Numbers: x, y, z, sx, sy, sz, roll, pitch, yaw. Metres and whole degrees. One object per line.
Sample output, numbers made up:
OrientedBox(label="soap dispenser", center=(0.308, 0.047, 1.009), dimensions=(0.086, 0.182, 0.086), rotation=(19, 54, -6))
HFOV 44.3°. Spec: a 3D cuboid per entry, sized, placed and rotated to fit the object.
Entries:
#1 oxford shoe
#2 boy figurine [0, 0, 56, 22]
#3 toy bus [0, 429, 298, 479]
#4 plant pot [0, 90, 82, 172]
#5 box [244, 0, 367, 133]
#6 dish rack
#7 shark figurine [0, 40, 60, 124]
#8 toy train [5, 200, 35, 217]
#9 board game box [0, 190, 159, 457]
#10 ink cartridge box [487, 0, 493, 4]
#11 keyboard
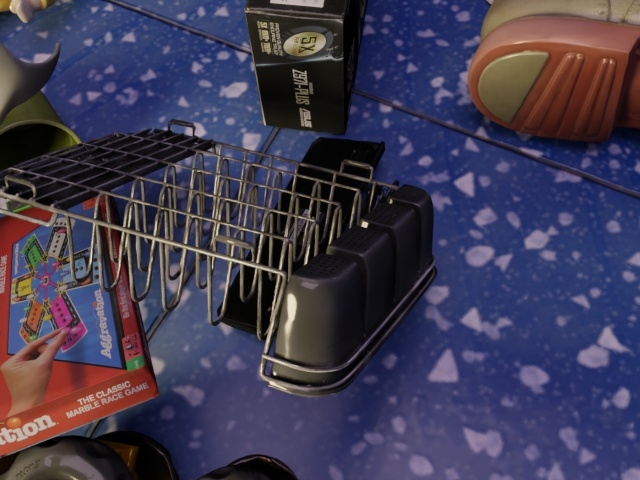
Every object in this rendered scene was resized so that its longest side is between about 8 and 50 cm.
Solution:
OrientedBox(label="oxford shoe", center=(0.329, -0.156, 0.646), dimensions=(0.396, 0.140, 0.147), rotation=(12, 57, 6))
OrientedBox(label="boy figurine", center=(-0.307, -0.275, 0.757), dimensions=(0.285, 0.092, 0.177), rotation=(-37, 64, -12))
OrientedBox(label="toy bus", center=(-0.105, 0.228, 0.469), dimensions=(0.220, 0.149, 0.212), rotation=(8, 77, 4))
OrientedBox(label="plant pot", center=(-0.251, -0.092, 0.671), dimensions=(0.083, 0.083, 0.079), rotation=(-23, 53, -9))
OrientedBox(label="box", center=(-0.004, -0.209, 0.677), dimensions=(0.077, 0.147, 0.180), rotation=(7, 62, 6))
OrientedBox(label="dish rack", center=(-0.069, -0.012, 0.526), dimensions=(0.271, 0.074, 0.208), rotation=(16, 24, 20))
OrientedBox(label="shark figurine", center=(-0.314, -0.079, 0.587), dimensions=(0.278, 0.116, 0.166), rotation=(-5, 67, 46))
OrientedBox(label="toy train", center=(-0.225, -0.037, 0.666), dimensions=(0.083, 0.024, 0.017), rotation=(-22, 64, -8))
OrientedBox(label="board game box", center=(-0.201, 0.042, 0.537), dimensions=(0.145, 0.027, 0.281), rotation=(-21, 30, -9))
OrientedBox(label="ink cartridge box", center=(0.247, -0.304, 0.783), dimensions=(0.224, 0.056, 0.181), rotation=(-44, 68, 2))
OrientedBox(label="keyboard", center=(0.000, 0.000, 0.642), dimensions=(0.100, 0.038, 0.192), rotation=(12, 62, 34))
